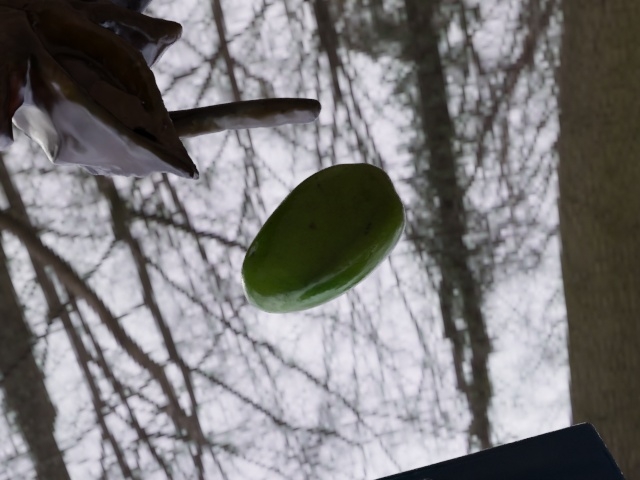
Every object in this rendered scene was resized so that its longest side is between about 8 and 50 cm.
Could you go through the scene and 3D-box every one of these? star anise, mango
[{"bbox_3d":[-0.194,-0.118,0.863,0.349,0.109,0.292,-12,-125,-31],"label":"star anise"},{"bbox_3d":[0.000,0.000,0.794,0.108,0.056,0.073,-40,-134,-3],"label":"mango"}]

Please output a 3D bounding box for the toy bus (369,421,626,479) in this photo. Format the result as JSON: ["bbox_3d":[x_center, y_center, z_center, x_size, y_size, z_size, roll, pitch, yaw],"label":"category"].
[{"bbox_3d":[0.071,0.169,0.720,0.184,0.106,0.090,-14,-143,-7],"label":"toy bus"}]
